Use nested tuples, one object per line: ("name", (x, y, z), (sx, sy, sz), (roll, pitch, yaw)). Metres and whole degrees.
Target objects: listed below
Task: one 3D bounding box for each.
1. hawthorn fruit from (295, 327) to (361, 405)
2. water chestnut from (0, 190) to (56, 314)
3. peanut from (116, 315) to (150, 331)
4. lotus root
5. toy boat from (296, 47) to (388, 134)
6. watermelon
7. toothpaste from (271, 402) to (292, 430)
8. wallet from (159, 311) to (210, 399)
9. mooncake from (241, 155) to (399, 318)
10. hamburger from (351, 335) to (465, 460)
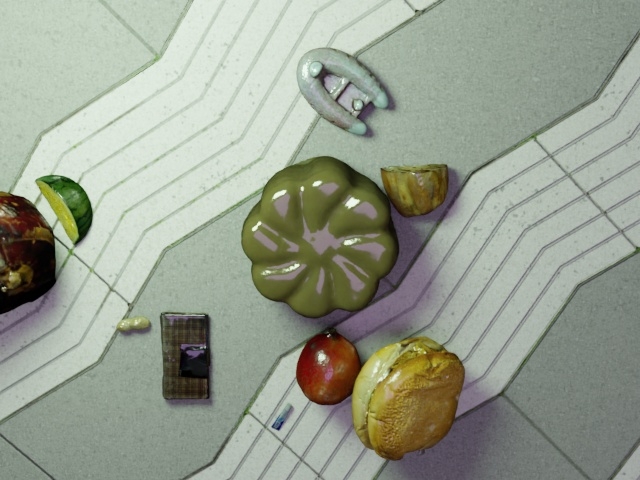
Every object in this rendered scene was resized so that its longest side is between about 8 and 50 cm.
("hawthorn fruit", (0.023, 0.304, 1.816), (0.169, 0.169, 0.188), (13, 114, -4))
("water chestnut", (-0.792, 0.014, 1.697), (0.335, 0.335, 0.347), (-43, 70, 8))
("peanut", (-0.469, 0.210, 1.859), (0.083, 0.037, 0.037), (-13, 102, -2))
("lotus root", (0.234, -0.124, 1.771), (0.159, 0.095, 0.135), (-15, 106, 8))
("toy boat", (0.045, -0.352, 1.720), (0.227, 0.085, 0.155), (40, 100, -8))
("watermelon", (-0.601, -0.091, 1.794), (0.092, 0.075, 0.181), (-19, 104, 48))
("toothpaste", (-0.100, 0.458, 1.928), (0.024, 0.015, 0.083), (27, 106, -7))
("wallet", (-0.341, 0.292, 1.875), (0.124, 0.042, 0.230), (1, 100, 2))
("mooncake", (0.000, 0.000, 1.737), (0.378, 0.201, 0.378), (0, 102, 0))
("hamburger", (0.215, 0.389, 1.805), (0.290, 0.170, 0.314), (-3, 112, -30))
